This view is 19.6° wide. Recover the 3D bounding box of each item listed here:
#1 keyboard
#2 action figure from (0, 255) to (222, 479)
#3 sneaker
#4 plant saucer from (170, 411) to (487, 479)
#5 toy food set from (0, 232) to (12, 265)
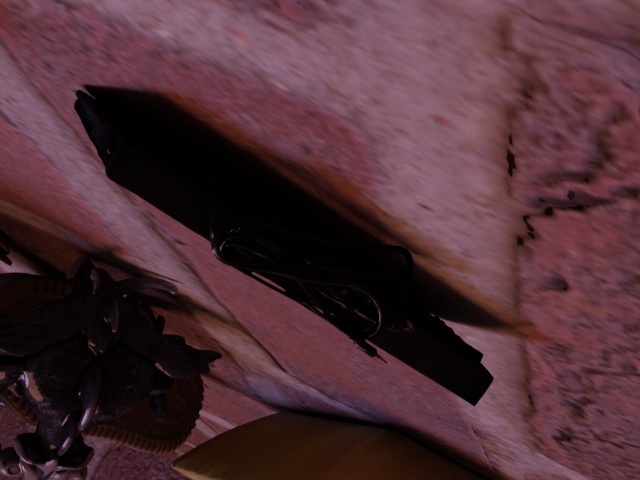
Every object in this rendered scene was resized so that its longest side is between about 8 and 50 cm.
[{"bbox_3d":[0.000,0.000,0.687,0.192,0.038,0.100,32,-169,-31],"label":"keyboard"},{"bbox_3d":[-0.170,0.088,1.131,0.164,0.275,0.141,6,-139,-31],"label":"action figure"},{"bbox_3d":[-0.213,0.080,1.359,0.153,0.099,0.282,19,170,29],"label":"sneaker"},{"bbox_3d":[0.089,0.213,1.322,0.333,0.081,0.333,31,169,-16],"label":"plant saucer"},{"bbox_3d":[-0.239,-0.008,1.213,0.083,0.020,0.083,32,168,-27],"label":"toy food set"}]
